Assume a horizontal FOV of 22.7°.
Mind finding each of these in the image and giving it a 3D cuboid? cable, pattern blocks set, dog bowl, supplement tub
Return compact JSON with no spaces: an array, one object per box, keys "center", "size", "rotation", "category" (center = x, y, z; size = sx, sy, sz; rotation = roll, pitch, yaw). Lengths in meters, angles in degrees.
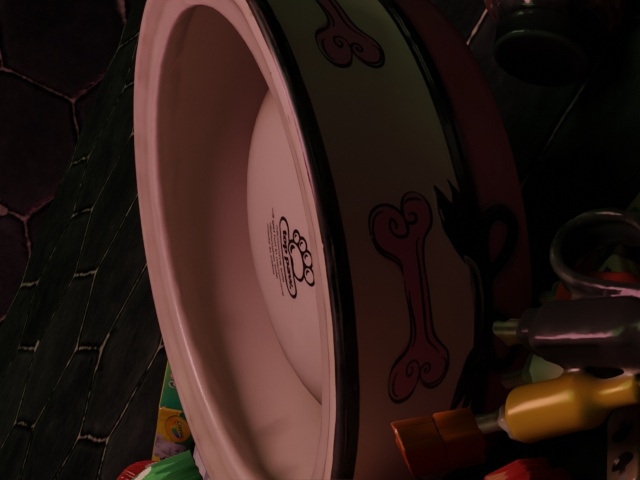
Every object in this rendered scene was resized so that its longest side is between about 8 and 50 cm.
[{"center":[0.201,0.049,0.833],"size":[0.287,0.072,0.139],"rotation":[0,53,48],"category":"cable"},{"center":[-0.025,0.164,0.855],"size":[0.285,0.325,0.026],"rotation":[-32,62,19],"category":"pattern blocks set"},{"center":[0.000,0.000,1.075],"size":[0.408,0.150,0.407],"rotation":[171,90,-70],"category":"dog bowl"},{"center":[0.179,-0.212,1.158],"size":[0.106,0.106,0.197],"rotation":[-33,37,58],"category":"supplement tub"}]

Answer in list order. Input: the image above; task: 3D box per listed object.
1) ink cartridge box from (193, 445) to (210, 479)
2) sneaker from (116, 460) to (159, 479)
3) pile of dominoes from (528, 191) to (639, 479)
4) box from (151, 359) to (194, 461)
[{"center":[-0.055,0.183,1.400],"size":[0.224,0.045,0.223],"rotation":[-46,26,44],"category":"ink cartridge box"},{"center":[-0.166,0.324,1.447],"size":[0.128,0.087,0.221],"rotation":[77,-151,-50],"category":"sneaker"},{"center":[0.207,0.003,0.915],"size":[0.251,0.040,0.196],"rotation":[-56,20,28],"category":"pile of dominoes"},{"center":[-0.142,0.183,1.578],"size":[0.179,0.043,0.105],"rotation":[106,173,-47],"category":"box"}]
